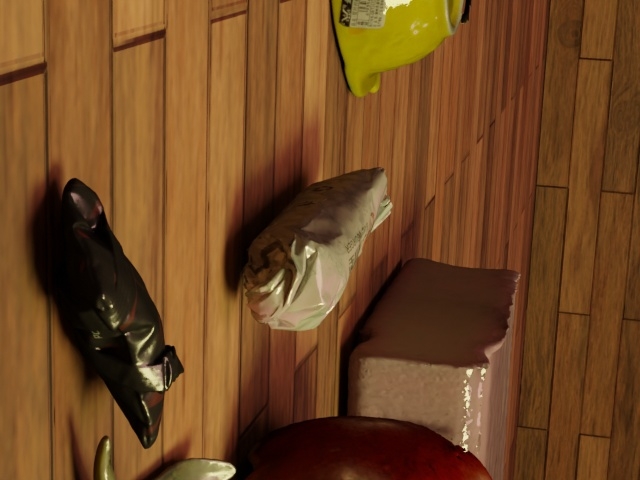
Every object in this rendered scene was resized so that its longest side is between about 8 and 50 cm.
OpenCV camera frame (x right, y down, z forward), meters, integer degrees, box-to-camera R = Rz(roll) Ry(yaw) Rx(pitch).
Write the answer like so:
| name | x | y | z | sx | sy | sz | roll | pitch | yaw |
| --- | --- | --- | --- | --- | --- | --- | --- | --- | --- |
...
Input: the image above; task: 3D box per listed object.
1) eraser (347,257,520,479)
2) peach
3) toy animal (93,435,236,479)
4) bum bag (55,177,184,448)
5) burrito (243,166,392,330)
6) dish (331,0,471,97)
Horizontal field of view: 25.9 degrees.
| name | x | y | z | sx | sy | sz | roll | pitch | yaw |
| --- | --- | --- | --- | --- | --- | --- | --- | --- | --- |
| eraser | 0.094 | 0.224 | 1.206 | 0.272 | 0.122 | 0.359 | -53 | 147 | -70 |
| peach | 0.039 | 0.193 | 0.871 | 0.267 | 0.154 | 0.158 | 60 | 37 | -67 |
| toy animal | -0.052 | 0.143 | 0.597 | 0.219 | 0.095 | 0.155 | -68 | 164 | -53 |
| bum bag | -0.080 | 0.034 | 0.549 | 0.124 | 0.034 | 0.058 | 73 | -1 | -46 |
| burrito | -0.001 | 0.000 | 0.825 | 0.203 | 0.064 | 0.064 | -53 | 146 | -68 |
| dish | 0.061 | -0.186 | 0.974 | 0.207 | 0.080 | 0.148 | 80 | 21 | -44 |
